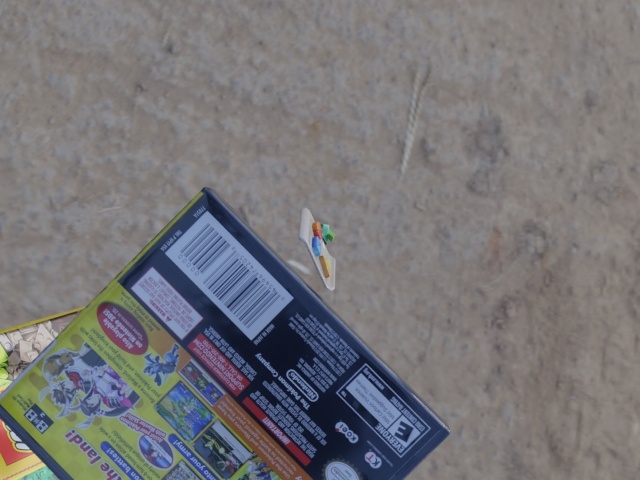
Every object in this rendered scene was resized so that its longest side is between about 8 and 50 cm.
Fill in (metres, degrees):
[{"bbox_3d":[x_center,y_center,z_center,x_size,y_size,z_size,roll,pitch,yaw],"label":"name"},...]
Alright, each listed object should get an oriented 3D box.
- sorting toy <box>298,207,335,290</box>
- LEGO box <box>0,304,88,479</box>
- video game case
[{"bbox_3d":[0.000,0.000,0.823,0.012,0.083,0.062,-21,118,14],"label":"sorting toy"},{"bbox_3d":[-0.396,0.266,0.989,0.372,0.500,0.193,-17,77,-58],"label":"LEGO box"},{"bbox_3d":[-0.080,0.140,0.729,0.275,0.035,0.248,45,92,1],"label":"video game case"}]
